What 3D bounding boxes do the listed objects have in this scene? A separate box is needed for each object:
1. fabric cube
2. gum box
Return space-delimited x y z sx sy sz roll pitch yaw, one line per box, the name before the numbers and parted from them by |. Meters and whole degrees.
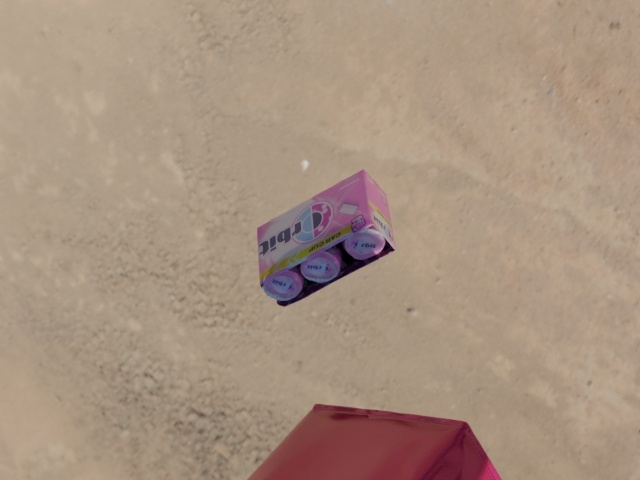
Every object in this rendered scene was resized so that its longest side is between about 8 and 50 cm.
fabric cube | 0.048 0.353 0.924 0.254 0.258 0.259 -9 118 53
gum box | 0.000 0.000 1.210 0.188 0.107 0.062 -28 131 21
